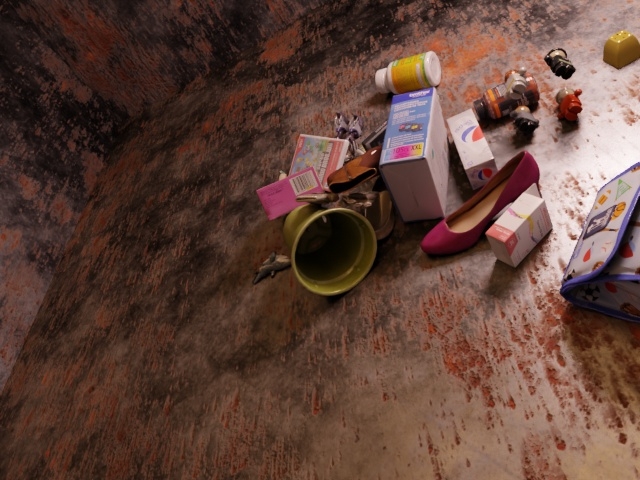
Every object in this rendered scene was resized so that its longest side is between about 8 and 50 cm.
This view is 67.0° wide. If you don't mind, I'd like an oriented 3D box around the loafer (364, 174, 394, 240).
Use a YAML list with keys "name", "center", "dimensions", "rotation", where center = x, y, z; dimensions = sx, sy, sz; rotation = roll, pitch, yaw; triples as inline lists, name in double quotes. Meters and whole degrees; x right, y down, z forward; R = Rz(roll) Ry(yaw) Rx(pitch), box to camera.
- name: "loafer"
  center: [0.193, -0.115, 1.613]
  dimensions: [0.102, 0.092, 0.268]
  rotation: [-11, 45, 31]

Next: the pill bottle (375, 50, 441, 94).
- name: "pill bottle"
  center: [0.357, -0.680, 1.994]
  dimensions: [0.246, 0.136, 0.136]
  rotation: [-2, 51, 35]

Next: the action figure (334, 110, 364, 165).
- name: "action figure"
  center: [0.082, -0.391, 1.958]
  dimensions: [0.186, 0.099, 0.284]
  rotation: [3, 58, 26]

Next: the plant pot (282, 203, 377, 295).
- name: "plant pot"
  center: [0.000, 0.000, 1.549]
  dimensions: [0.276, 0.276, 0.254]
  rotation: [-42, 28, -4]

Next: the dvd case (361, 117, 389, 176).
- name: "dvd case"
  center: [0.270, -0.359, 1.720]
  dimensions: [0.239, 0.179, 0.029]
  rotation: [-43, 43, -6]

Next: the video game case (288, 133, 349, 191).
- name: "video game case"
  center: [-0.015, -0.313, 1.934]
  dimensions: [0.285, 0.025, 0.203]
  rotation: [21, 97, 47]

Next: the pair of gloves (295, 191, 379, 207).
- name: "pair of gloves"
  center: [0.056, -0.128, 1.513]
  dimensions: [0.240, 0.042, 0.204]
  rotation: [1, 9, 12]

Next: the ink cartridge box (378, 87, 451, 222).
- name: "ink cartridge box"
  center: [0.318, -0.292, 1.550]
  dimensions: [0.151, 0.270, 0.395]
  rotation: [-3, 51, 26]

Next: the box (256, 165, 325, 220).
- name: "box"
  center: [-0.097, -0.169, 1.745]
  dimensions: [0.214, 0.117, 0.243]
  rotation: [-23, 4, 3]

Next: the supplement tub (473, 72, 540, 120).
- name: "supplement tub"
  center: [0.622, -0.477, 1.628]
  dimensions: [0.198, 0.106, 0.106]
  rotation: [-20, 43, 19]

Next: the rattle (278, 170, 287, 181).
- name: "rattle"
  center: [-0.106, -0.224, 1.962]
  dimensions: [0.143, 0.130, 0.199]
  rotation: [-15, 17, 11]

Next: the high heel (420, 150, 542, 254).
- name: "high heel"
  center: [0.430, -0.104, 1.356]
  dimensions: [0.377, 0.181, 0.127]
  rotation: [-32, 40, 7]

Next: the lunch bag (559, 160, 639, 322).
- name: "lunch bag"
  center: [0.729, 0.001, 1.007]
  dimensions: [0.386, 0.239, 0.327]
  rotation: [-1, 51, 57]

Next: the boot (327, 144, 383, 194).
- name: "boot"
  center: [0.138, -0.229, 1.512]
  dimensions: [0.264, 0.096, 0.280]
  rotation: [-20, 8, 2]

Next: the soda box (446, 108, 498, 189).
- name: "soda box"
  center: [0.491, -0.300, 1.565]
  dimensions: [0.091, 0.098, 0.286]
  rotation: [-21, 42, 19]

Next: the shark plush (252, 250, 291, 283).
- name: "shark plush"
  center: [-0.182, 0.102, 1.721]
  dimensions: [0.161, 0.073, 0.067]
  rotation: [-33, 70, -1]

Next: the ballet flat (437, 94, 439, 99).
- name: "ballet flat"
  center: [0.389, -0.541, 1.916]
  dimensions: [0.168, 0.057, 0.052]
  rotation: [-7, 21, 27]

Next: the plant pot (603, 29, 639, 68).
- name: "plant pot"
  center: [0.951, -0.611, 1.527]
  dimensions: [0.081, 0.083, 0.081]
  rotation: [-30, 41, 10]

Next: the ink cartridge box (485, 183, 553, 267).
- name: "ink cartridge box"
  center: [0.536, -0.041, 1.270]
  dimensions: [0.198, 0.115, 0.067]
  rotation: [-45, 39, -8]

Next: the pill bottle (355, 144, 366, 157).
- name: "pill bottle"
  center: [0.228, -0.354, 1.806]
  dimensions: [0.184, 0.103, 0.103]
  rotation: [-42, 40, -5]

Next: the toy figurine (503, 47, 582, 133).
- name: "toy figurine"
  center: [0.679, -0.457, 1.489]
  dimensions: [0.210, 0.213, 0.148]
  rotation: [-19, 34, 26]
